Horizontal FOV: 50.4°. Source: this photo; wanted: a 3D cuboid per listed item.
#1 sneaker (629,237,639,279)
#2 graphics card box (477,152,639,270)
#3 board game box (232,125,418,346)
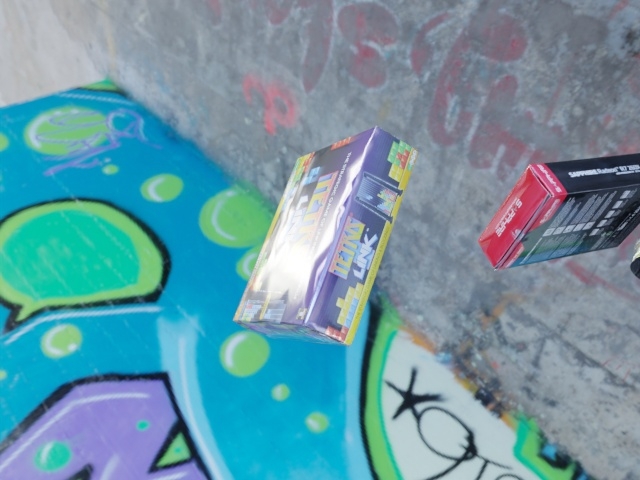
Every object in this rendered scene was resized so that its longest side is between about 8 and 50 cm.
[{"bbox_3d":[0.833,-0.030,1.538,0.111,0.121,0.300,42,124,-18],"label":"sneaker"},{"bbox_3d":[0.533,-0.063,1.413,0.094,0.371,0.232,64,149,33],"label":"graphics card box"},{"bbox_3d":[0.000,0.000,0.575,0.048,0.170,0.141,27,163,-23],"label":"board game box"}]
